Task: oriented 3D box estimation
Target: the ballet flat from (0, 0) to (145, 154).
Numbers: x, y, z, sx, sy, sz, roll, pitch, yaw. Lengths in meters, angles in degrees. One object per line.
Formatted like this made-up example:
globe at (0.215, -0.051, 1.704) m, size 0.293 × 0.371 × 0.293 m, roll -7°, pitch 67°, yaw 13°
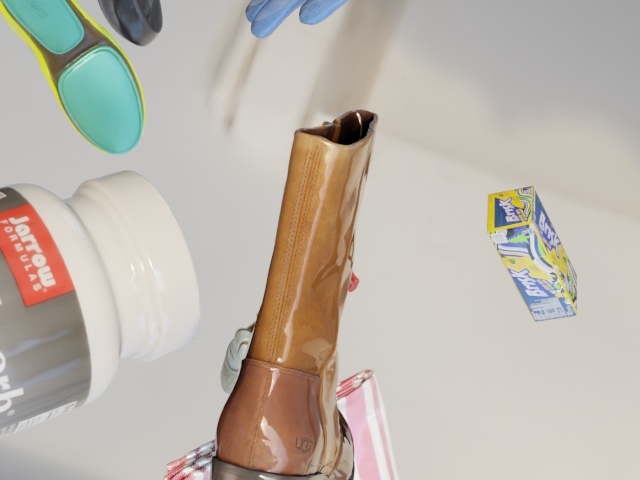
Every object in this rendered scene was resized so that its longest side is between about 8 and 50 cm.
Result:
ballet flat at (-0.229, -0.179, 1.699) m, size 0.231 × 0.077 × 0.077 m, roll 58°, pitch -2°, yaw -39°

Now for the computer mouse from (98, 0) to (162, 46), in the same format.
computer mouse at (-0.175, -0.252, 1.422) m, size 0.071 × 0.041 × 0.242 m, roll -83°, pitch 158°, yaw -56°

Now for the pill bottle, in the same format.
pill bottle at (-0.304, 0.070, 1.628) m, size 0.363 × 0.210 × 0.210 m, roll -21°, pitch 148°, yaw -26°

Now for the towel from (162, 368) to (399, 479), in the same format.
towel at (-0.025, 0.201, 1.514) m, size 0.029 × 0.197 × 0.144 m, roll 45°, pitch -26°, yaw 50°

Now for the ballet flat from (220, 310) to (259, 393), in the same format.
ballet flat at (-0.059, 0.094, 1.950) m, size 0.168 × 0.052 × 0.057 m, roll -44°, pitch -135°, yaw 20°

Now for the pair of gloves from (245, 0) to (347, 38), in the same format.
pair of gloves at (0.023, -0.193, 1.101) m, size 0.023 × 0.159 × 0.198 m, roll 55°, pitch 17°, yaw -29°

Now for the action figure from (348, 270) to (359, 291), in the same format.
action figure at (0.000, 0.000, 1.783) m, size 0.030 × 0.038 × 0.115 m, roll -58°, pitch -134°, yaw 44°

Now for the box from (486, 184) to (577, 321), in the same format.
box at (0.236, 0.016, 2.073) m, size 0.169 × 0.054 × 0.059 m, roll 58°, pitch 28°, yaw -44°

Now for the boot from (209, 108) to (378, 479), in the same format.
boot at (-0.011, 0.044, 1.316) m, size 0.264 × 0.096 × 0.280 m, roll -16°, pitch 117°, yaw -73°
